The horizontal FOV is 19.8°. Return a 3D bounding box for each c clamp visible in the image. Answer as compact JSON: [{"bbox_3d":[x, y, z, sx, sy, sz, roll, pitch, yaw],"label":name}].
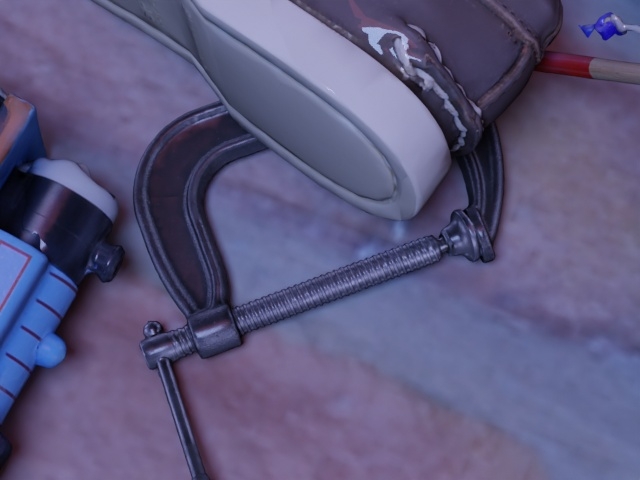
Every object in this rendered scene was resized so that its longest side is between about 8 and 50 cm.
[{"bbox_3d":[0.000,0.000,0.678,0.160,0.022,0.137,-26,69,-3],"label":"c clamp"}]

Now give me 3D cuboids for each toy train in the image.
[{"bbox_3d":[-0.144,0.030,0.647,0.105,0.080,0.184,29,74,1],"label":"toy train"}]

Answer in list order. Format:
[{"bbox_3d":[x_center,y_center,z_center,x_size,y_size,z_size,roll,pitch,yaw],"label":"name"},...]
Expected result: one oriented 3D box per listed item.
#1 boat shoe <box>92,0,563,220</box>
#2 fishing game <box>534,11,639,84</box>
[{"bbox_3d":[-0.061,-0.141,0.671,0.324,0.116,0.097,39,75,16],"label":"boat shoe"},{"bbox_3d":[0.181,-0.155,0.647,0.264,0.041,0.189,-52,36,-16],"label":"fishing game"}]
